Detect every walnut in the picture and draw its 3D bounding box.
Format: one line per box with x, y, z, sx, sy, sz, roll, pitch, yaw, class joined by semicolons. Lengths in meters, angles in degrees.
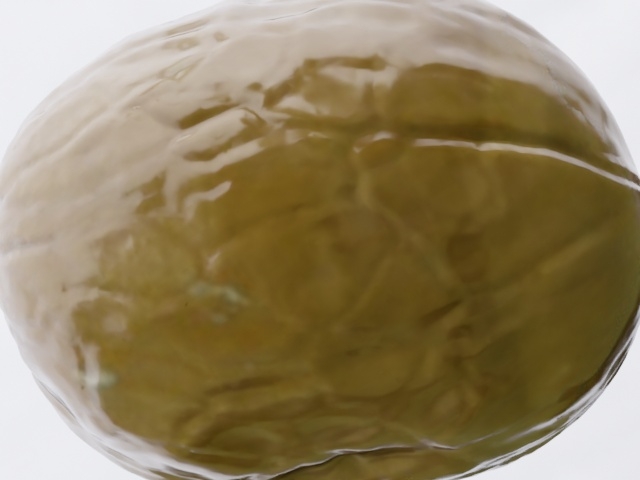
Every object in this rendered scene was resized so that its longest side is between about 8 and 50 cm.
0.000;0.000;0.487;0.197;0.165;0.165;-14;-42;11;walnut
